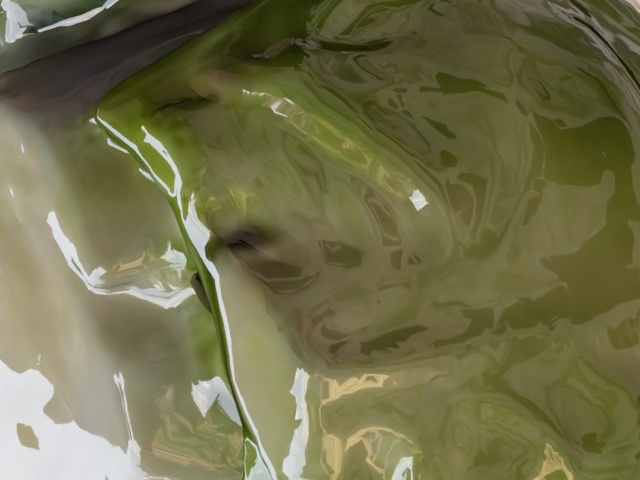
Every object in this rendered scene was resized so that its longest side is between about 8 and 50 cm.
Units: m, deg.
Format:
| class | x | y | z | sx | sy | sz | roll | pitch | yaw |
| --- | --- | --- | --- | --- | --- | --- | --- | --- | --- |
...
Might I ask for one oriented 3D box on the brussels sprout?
| class | x | y | z | sx | sy | sz | roll | pitch | yaw |
| --- | --- | --- | --- | --- | --- | --- | --- | --- | --- |
| brussels sprout | 0.011 | 0.002 | 0.923 | 0.361 | 0.342 | 0.425 | -12 | -124 | -37 |
